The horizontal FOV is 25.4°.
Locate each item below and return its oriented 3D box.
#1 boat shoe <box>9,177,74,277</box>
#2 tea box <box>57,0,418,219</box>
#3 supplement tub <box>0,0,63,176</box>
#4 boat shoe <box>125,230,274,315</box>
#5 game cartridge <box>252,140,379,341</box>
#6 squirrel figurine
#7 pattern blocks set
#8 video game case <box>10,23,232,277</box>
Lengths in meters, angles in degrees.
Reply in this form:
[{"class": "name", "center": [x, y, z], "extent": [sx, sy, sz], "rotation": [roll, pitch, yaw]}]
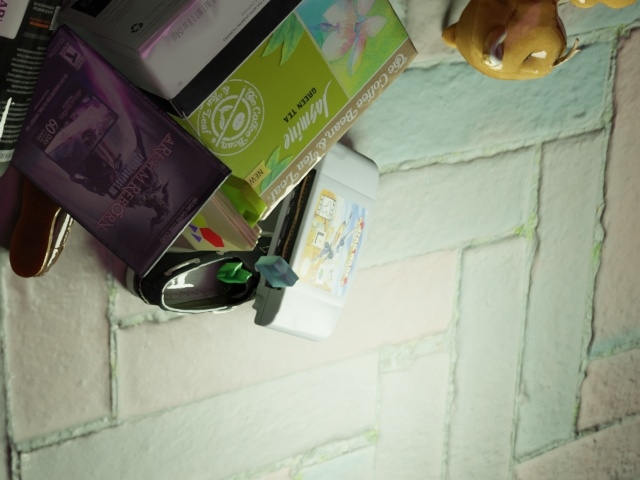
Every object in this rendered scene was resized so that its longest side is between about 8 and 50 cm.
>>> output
[{"class": "boat shoe", "center": [-0.356, -0.051, 1.879], "extent": [0.207, 0.073, 0.073], "rotation": [-67, 170, 10]}, {"class": "tea box", "center": [-0.102, -0.269, 1.872], "extent": [0.329, 0.220, 0.323], "rotation": [-48, 132, -12]}, {"class": "supplement tub", "center": [-0.432, -0.204, 1.647], "extent": [0.207, 0.207, 0.338], "rotation": [12, 101, -41]}, {"class": "boat shoe", "center": [-0.134, 0.057, 2.082], "extent": [0.302, 0.091, 0.114], "rotation": [-11, 116, -35]}, {"class": "game cartridge", "center": [0.000, 0.000, 2.131], "extent": [0.198, 0.062, 0.297], "rotation": [21, 84, -55]}, {"class": "squirrel figurine", "center": [0.289, -0.442, 2.125], "extent": [0.397, 0.281, 0.370], "rotation": [27, 102, -29]}, {"class": "pattern blocks set", "center": [-0.172, -0.057, 1.877], "extent": [0.026, 0.285, 0.325], "rotation": [-53, 128, -26]}, {"class": "video game case", "center": [-0.270, -0.108, 1.774], "extent": [0.196, 0.274, 0.026], "rotation": [-48, -179, 27]}]
